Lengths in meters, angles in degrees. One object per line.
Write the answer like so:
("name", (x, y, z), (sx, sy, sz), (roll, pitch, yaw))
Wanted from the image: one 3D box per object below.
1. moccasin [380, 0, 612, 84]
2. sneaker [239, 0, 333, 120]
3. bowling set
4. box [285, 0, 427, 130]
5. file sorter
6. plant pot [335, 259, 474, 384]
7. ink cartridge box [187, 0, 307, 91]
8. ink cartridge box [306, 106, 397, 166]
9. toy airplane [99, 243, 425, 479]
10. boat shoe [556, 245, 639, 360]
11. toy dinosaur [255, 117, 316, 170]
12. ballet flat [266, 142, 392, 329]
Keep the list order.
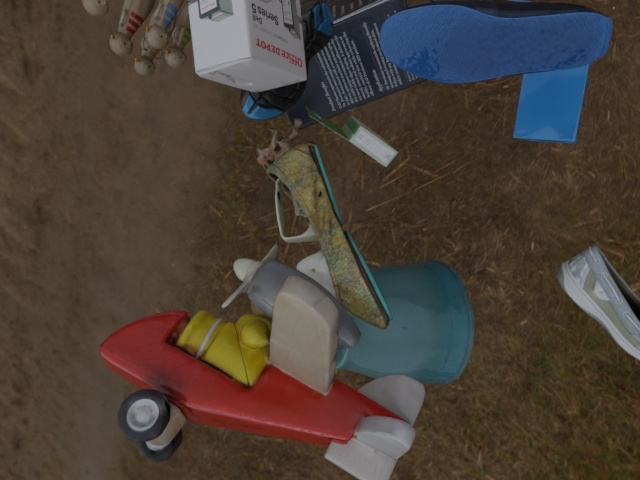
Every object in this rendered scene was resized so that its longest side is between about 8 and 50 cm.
("moccasin", (0.269, -0.317, 0.866), (0.343, 0.116, 0.137), (8, 124, 8))
("sneaker", (-0.097, -0.416, 1.268), (0.140, 0.340, 0.125), (13, 153, 39))
("bowling set", (-0.293, -0.395, 1.008), (0.200, 0.287, 0.154), (22, 90, 10))
("box", (0.077, -0.669, 1.842), (0.472, 0.479, 0.297), (-17, 124, 14))
("file sorter", (0.482, -0.286, 1.105), (0.118, 0.105, 0.170), (12, 99, 33))
("plant pot", (0.136, 0.176, 1.141), (0.272, 0.256, 0.271), (-179, 90, -67))
("ink cartridge box", (-0.125, -0.409, 0.913), (0.115, 0.198, 0.272), (-5, 93, 26))
("ink cartridge box", (0.077, -0.289, 1.396), (0.235, 0.171, 0.056), (33, 105, -16))
("toy airplane", (-0.045, 0.170, 0.732), (0.386, 0.272, 0.384), (-20, 137, 36))
("boat shoe", (0.635, 0.141, 1.108), (0.320, 0.118, 0.103), (42, 128, -1))
("toy dinosaur", (-0.100, -0.245, 1.674), (0.295, 0.127, 0.200), (-121, 30, -45))
("ballet flat", (0.000, 0.000, 0.874), (0.123, 0.123, 0.348), (-39, 63, 35))
